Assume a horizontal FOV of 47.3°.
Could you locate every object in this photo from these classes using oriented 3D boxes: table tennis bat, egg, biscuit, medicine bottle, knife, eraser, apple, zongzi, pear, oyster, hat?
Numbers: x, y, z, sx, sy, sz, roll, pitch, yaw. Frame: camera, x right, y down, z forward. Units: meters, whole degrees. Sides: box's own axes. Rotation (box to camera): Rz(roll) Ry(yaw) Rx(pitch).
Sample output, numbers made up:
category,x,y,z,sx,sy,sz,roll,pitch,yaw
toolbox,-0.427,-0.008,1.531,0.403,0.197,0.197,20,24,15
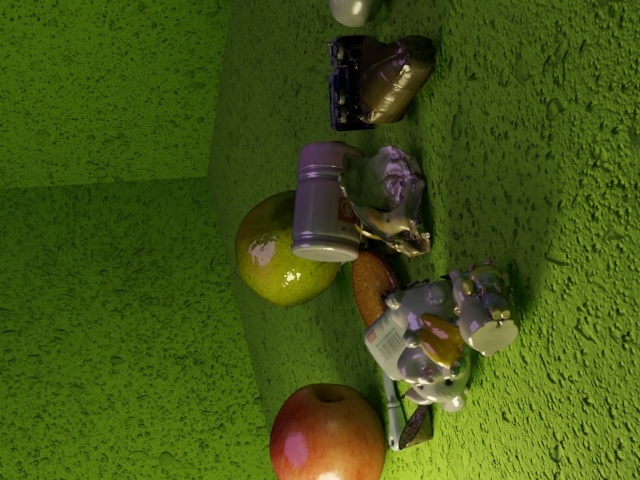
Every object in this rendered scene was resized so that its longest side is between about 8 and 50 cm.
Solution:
category,x,y,z,sx,sy,sz,roll,pitch,yaw
table tennis bat,0.145,-0.038,2.107,0.022,0.131,0.234,22,147,20
egg,0.101,-0.669,1.964,0.209,0.151,0.151,124,137,-60
biscuit,0.172,0.163,2.112,0.305,0.038,0.305,49,148,47
medicine bottle,0.025,-0.108,2.131,0.202,0.202,0.315,153,124,-69
knife,0.207,0.449,2.150,0.080,0.044,0.331,118,147,-63
eraser,0.214,0.267,1.948,0.174,0.081,0.227,52,149,12
apple,0.028,0.614,2.241,0.364,0.364,0.363,175,90,-71
zongzi,0.178,-0.477,1.832,0.274,0.145,0.299,128,140,-57
pear,-0.096,0.022,2.391,0.391,0.391,0.390,175,90,-71
oyster,0.177,-0.109,1.884,0.100,0.275,0.270,-9,-68,-71
hat,0.273,0.510,1.948,0.146,0.067,0.146,-58,0,0

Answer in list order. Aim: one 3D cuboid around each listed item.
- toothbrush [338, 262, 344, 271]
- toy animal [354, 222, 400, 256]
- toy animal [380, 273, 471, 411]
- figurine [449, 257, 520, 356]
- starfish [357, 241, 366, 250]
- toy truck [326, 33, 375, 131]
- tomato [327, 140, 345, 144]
category,x,y,z,sx,sy,sz,roll,pitch,yaw
toothbrush,0.055,0.102,2.501,0.017,0.022,0.204,54,153,10
toy animal,0.192,-0.029,1.984,0.155,0.219,0.095,-11,63,35
toy animal,0.259,0.249,1.699,0.247,0.183,0.309,65,-167,-77
figurine,0.336,0.111,1.558,0.235,0.127,0.155,-102,-3,-45
starfish,0.128,-0.073,2.205,0.138,0.050,0.247,54,131,56
toy truck,0.083,-0.456,2.118,0.155,0.125,0.267,-142,48,-71
tomato,0.033,-0.208,2.372,0.237,0.095,0.236,174,90,-70
